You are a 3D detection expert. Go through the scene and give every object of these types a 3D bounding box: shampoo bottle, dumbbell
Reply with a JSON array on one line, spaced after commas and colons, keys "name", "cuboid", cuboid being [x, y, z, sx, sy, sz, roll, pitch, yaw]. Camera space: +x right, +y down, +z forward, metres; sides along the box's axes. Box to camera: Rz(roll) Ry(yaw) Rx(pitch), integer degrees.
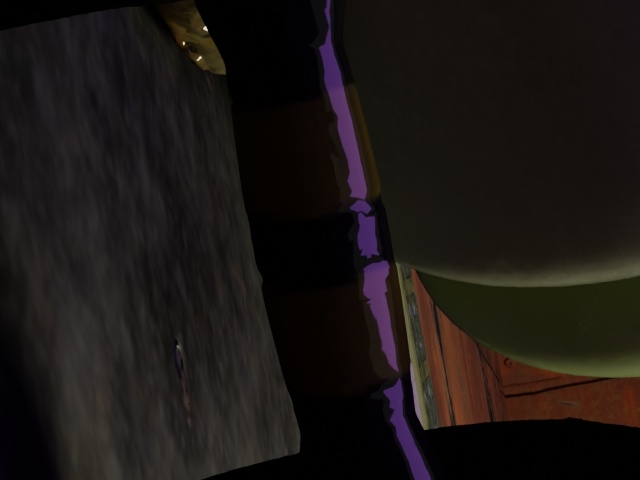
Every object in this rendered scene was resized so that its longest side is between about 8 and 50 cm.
[{"name": "shampoo bottle", "cuboid": [0.126, -0.125, 0.881, 0.322, 0.322, 0.317, -90, 162, -54]}, {"name": "dumbbell", "cuboid": [0.000, 0.000, 0.428, 0.143, 0.143, 0.325, -52, 132, -80]}]

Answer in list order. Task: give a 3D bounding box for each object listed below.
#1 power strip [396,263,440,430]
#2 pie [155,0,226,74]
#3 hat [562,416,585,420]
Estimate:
[{"name": "power strip", "cuboid": [0.028, 0.009, 1.065, 0.092, 0.034, 0.268, -10, 90, -82]}, {"name": "pie", "cuboid": [-0.043, -0.145, 0.690, 0.195, 0.046, 0.195, -12, 90, -83]}, {"name": "hat", "cuboid": [0.158, 0.253, 1.379, 0.265, 0.128, 0.265, 168, -90, -82]}]
